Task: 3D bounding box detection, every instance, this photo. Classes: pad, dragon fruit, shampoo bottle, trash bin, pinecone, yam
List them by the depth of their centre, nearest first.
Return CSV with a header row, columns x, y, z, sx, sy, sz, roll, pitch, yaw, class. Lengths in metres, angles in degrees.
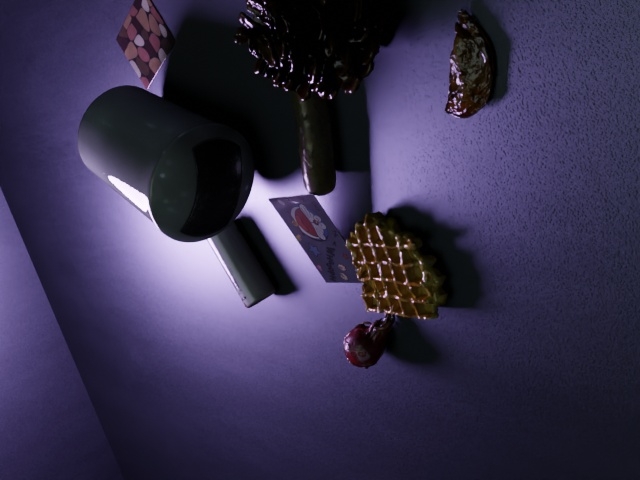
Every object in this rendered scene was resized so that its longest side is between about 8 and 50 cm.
x,y,z,sx,sy,sz,roll,pitch,yaw,class
-0.009,-0.354,1.610,0.243,0.257,0.244,12,110,38,pinecone
-0.022,-0.266,1.838,0.083,0.083,0.372,22,132,43,yam
0.106,0.209,2.005,0.094,0.094,0.190,49,138,17,dragon fruit
0.000,0.000,2.006,0.170,0.006,0.245,-2,128,52,pad
-0.354,-0.182,2.162,0.432,0.280,0.280,31,136,41,trash bin
-0.429,-0.487,2.273,0.158,0.003,0.235,58,146,4,pad
-0.211,0.035,2.293,0.262,0.085,0.085,59,146,4,shampoo bottle

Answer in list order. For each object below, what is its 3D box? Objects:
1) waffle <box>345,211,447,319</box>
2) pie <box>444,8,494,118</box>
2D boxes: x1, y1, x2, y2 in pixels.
x,y,z,sx,sy,sz,roll,pitch,yaw,class
0.150,0.044,1.855,0.229,0.057,0.219,1,114,51,waffle
0.244,-0.276,1.528,0.088,0.033,0.191,30,135,32,pie
